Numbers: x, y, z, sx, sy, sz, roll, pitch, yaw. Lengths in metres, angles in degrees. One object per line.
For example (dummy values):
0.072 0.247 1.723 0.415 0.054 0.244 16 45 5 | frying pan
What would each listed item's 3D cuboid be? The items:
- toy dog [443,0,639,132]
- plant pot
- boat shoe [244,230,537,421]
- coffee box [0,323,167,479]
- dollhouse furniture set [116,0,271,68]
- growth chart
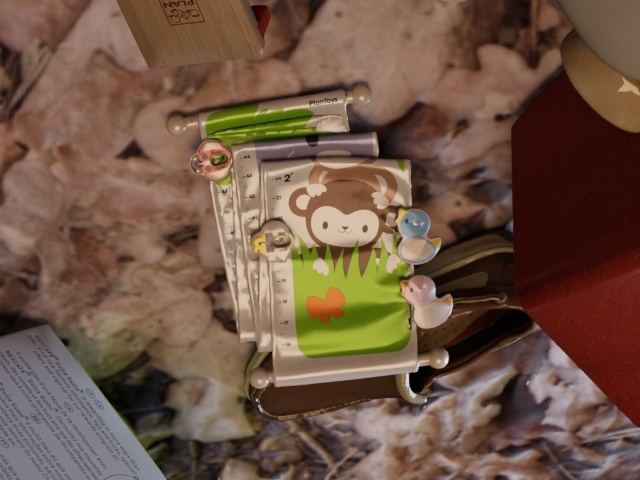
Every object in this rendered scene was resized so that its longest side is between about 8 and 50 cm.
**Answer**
0.147 -0.186 1.157 0.334 0.161 0.220 24 120 -1 | toy dog
0.279 -0.016 1.342 0.236 0.267 0.267 -25 131 28 | plant pot
0.054 0.083 1.485 0.257 0.095 0.095 -30 128 17 | boat shoe
-0.288 0.318 1.399 0.334 0.338 0.337 -16 150 -54 | coffee box
-0.058 -0.233 1.063 0.262 0.259 0.135 -4 135 22 | dollhouse furniture set
0.000 0.000 1.403 0.172 0.021 0.237 -14 106 2 | growth chart
